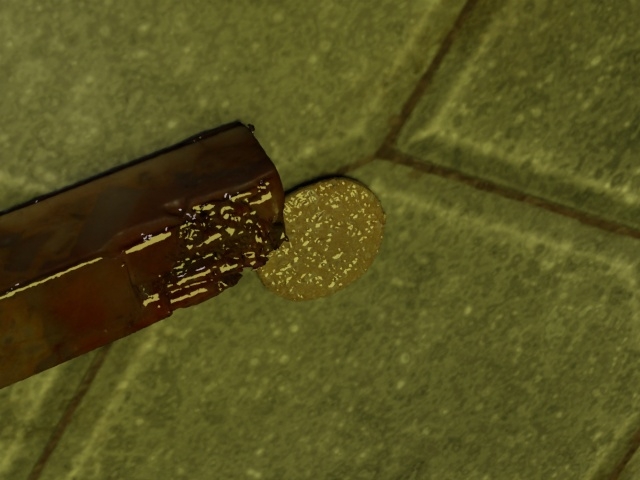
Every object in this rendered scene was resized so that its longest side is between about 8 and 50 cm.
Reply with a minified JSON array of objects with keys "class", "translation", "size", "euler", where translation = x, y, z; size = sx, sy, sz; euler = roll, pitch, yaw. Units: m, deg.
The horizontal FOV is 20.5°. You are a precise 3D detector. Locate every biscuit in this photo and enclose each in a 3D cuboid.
[{"class":"biscuit","translation":[0.000,0.000,1.425],"size":[0.120,0.015,0.120],"euler":[-16,130,-20]}]

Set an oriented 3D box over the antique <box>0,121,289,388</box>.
[{"class":"antique","translation":[-0.170,0.017,1.292],"size":[0.310,0.093,0.087],"euler":[-22,131,-14]}]
